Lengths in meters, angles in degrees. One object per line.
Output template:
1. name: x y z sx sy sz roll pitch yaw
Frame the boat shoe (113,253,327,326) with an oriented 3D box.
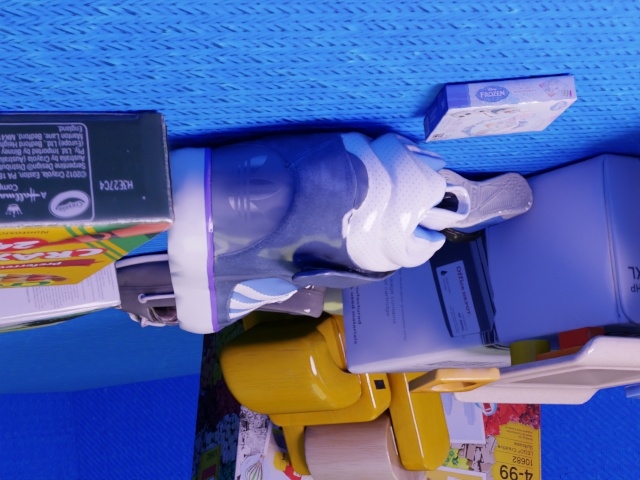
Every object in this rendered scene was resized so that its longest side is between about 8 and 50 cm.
1. boat shoe: -0.144 0.061 1.511 0.335 0.096 0.112 -11 170 28

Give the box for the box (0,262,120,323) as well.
1. box: -0.375 0.075 1.473 0.232 0.058 0.322 -7 177 -24

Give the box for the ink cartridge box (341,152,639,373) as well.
1. ink cartridge box: 0.252 0.040 1.404 0.285 0.166 0.395 3 168 -38

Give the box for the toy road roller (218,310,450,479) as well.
1. toy road roller: 0.004 0.182 1.666 0.202 0.330 0.240 -8 -169 33

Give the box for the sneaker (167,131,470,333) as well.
1. sneaker: 0.000 -0.001 1.082 0.236 0.130 0.323 -2 166 -3

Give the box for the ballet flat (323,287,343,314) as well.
1. ballet flat: 0.095 0.037 1.588 0.248 0.086 0.086 -10 177 -44

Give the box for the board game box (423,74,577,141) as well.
1. board game box: 0.124 -0.092 0.936 0.090 0.020 0.090 -5 171 -7

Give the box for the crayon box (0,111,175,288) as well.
1. crayon box: -0.251 -0.015 0.975 0.202 0.081 0.318 -3 172 -24

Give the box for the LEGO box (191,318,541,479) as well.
1. LEGO box: 0.070 0.312 1.971 0.500 0.373 0.193 14 154 -23

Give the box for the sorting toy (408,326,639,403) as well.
1. sorting toy: 0.242 0.109 1.212 0.347 0.047 0.196 5 161 -32

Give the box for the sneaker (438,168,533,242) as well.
1. sneaker: 0.117 -0.029 1.227 0.152 0.058 0.084 -8 166 -40
